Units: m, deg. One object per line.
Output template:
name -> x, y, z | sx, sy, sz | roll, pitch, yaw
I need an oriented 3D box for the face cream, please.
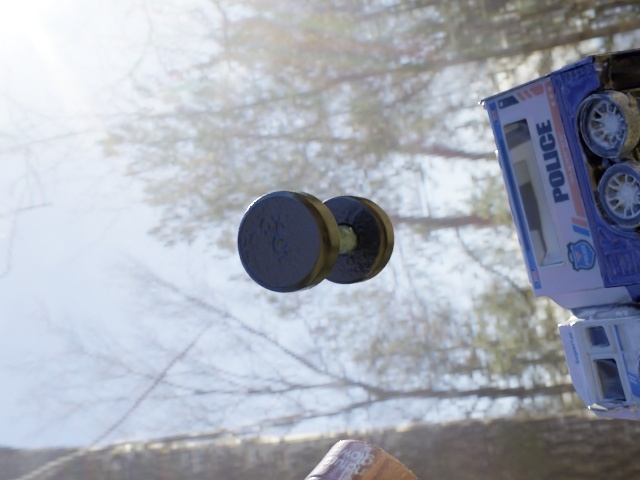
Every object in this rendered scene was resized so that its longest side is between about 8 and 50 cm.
face cream -> 0.043, 0.311, 1.251 | 0.104, 0.149, 0.149 | -46, -48, -33

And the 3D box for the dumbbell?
dumbbell -> 0.000, 0.000, 1.147 | 0.191, 0.100, 0.100 | -4, -97, -66

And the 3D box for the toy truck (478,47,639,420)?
toy truck -> 0.225, 0.001, 0.827 | 0.124, 0.155, 0.268 | -13, -90, -35
